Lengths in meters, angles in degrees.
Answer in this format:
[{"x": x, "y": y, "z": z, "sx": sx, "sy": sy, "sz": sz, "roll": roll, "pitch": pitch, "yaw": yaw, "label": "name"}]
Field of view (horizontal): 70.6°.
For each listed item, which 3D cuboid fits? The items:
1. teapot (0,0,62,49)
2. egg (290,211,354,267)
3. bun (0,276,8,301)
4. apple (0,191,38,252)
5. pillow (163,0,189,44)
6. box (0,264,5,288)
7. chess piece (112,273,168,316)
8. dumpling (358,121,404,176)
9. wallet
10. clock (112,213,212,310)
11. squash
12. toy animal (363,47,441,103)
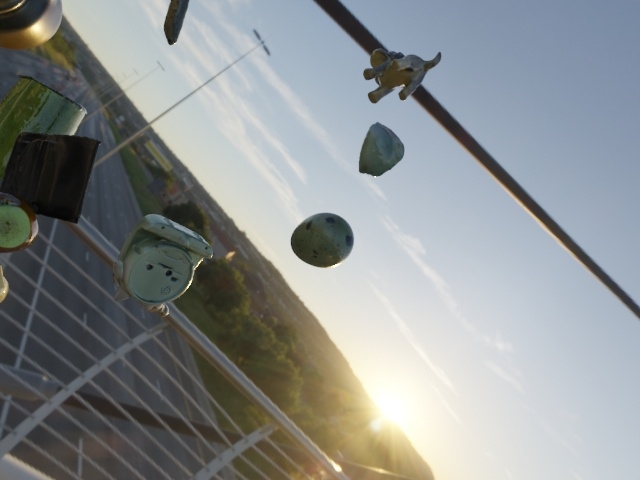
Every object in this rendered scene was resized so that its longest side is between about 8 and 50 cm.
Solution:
[{"x": -0.584, "y": -0.453, "z": 0.787, "sx": 0.175, "sy": 0.267, "sz": 0.186, "roll": -176, "pitch": -96, "yaw": -73, "label": "teapot"}, {"x": 0.000, "y": 0.000, "z": 1.440, "sx": 0.228, "sy": 0.177, "sz": 0.177, "roll": -3, "pitch": -47, "yaw": 39, "label": "egg"}, {"x": -1.052, "y": 0.151, "z": 1.327, "sx": 0.222, "sy": 0.222, "sz": 0.128, "roll": 64, "pitch": 19, "yaw": -53, "label": "bun"}, {"x": -0.848, "y": -0.049, "z": 1.201, "sx": 0.163, "sy": 0.146, "sz": 0.147, "roll": 27, "pitch": -62, "yaw": 35, "label": "apple"}, {"x": -0.492, "y": -0.771, "z": 1.533, "sx": 0.093, "sy": 0.241, "sz": 0.051, "roll": 7, "pitch": -6, "yaw": 43, "label": "pillow"}, {"x": -0.855, "y": 0.034, "z": 0.962, "sx": 0.225, "sy": 0.225, "sz": 0.117, "roll": 52, "pitch": -42, "yaw": 10, "label": "box"}, {"x": -0.711, "y": 0.222, "z": 1.849, "sx": 0.138, "sy": 0.124, "sz": 0.307, "roll": 9, "pitch": -36, "yaw": 25, "label": "chess piece"}, {"x": 0.221, "y": -0.332, "z": 1.659, "sx": 0.149, "sy": 0.217, "sz": 0.105, "roll": 15, "pitch": -10, "yaw": -12, "label": "dumpling"}, {"x": -0.789, "y": -0.193, "z": 1.302, "sx": 0.322, "sy": 0.247, "sz": 0.041, "roll": 12, "pitch": -4, "yaw": 17, "label": "wallet"}, {"x": -0.544, "y": 0.094, "z": 1.522, "sx": 0.265, "sy": 0.324, "sz": 0.108, "roll": 30, "pitch": 3, "yaw": -45, "label": "clock"}, {"x": -1.123, "y": -0.411, "z": 1.740, "sx": 0.263, "sy": 0.385, "sz": 0.263, "roll": 28, "pitch": -6, "yaw": 3, "label": "squash"}, {"x": 0.209, "y": -0.481, "z": 1.285, "sx": 0.233, "sy": 0.168, "sz": 0.121, "roll": 30, "pitch": -28, "yaw": 56, "label": "toy animal"}]
